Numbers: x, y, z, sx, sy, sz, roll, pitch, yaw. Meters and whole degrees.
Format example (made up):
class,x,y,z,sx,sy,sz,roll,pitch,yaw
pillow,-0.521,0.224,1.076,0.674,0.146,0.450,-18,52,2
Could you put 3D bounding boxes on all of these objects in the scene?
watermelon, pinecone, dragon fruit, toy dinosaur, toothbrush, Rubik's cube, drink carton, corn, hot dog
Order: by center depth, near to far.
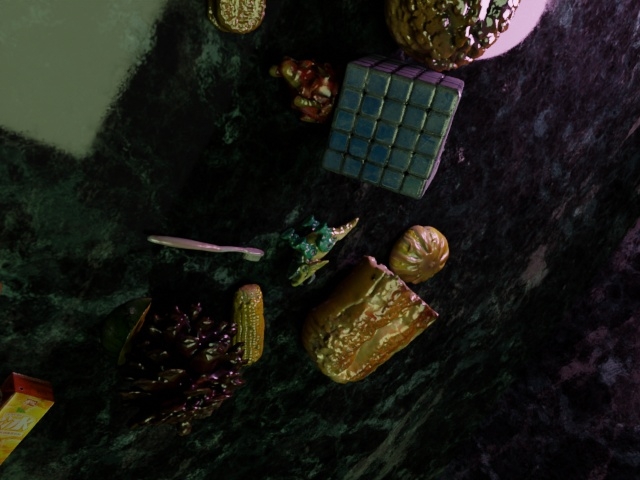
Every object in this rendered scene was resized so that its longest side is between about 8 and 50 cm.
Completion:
class,x,y,z,sx,sy,sz,roll,pitch,yaw
dragon fruit,-0.017,-0.321,1.092,0.207,0.150,0.133,17,80,-36
Rubik's cube,0.163,-0.256,1.131,0.238,0.237,0.237,-52,160,-61
drink carton,-0.694,0.401,1.134,0.223,0.071,0.096,-49,136,2
pinecone,-0.314,0.283,1.183,0.298,0.296,0.242,-15,141,22
watermelon,-0.444,0.219,1.188,0.092,0.075,0.182,17,107,-47
toothbrush,-0.261,0.019,1.219,0.307,0.025,0.030,11,121,-42
toy dinosaur,0.000,0.000,1.362,0.259,0.094,0.153,-43,137,-15
corn,-0.193,0.228,1.369,0.097,0.097,0.262,-13,126,-30
hot dog,0.130,0.260,1.577,0.365,0.196,0.367,-47,129,2

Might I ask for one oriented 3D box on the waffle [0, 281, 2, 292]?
class,x,y,z,sx,sy,sz,roll,pitch,yaw
waffle,-0.773,0.105,0.859,0.304,0.077,0.348,-44,136,-4

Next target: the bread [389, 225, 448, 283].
class,x,y,z,sx,sy,sz,roll,pitch,yaw
bread,0.310,0.052,1.620,0.213,0.105,0.213,-21,134,-23

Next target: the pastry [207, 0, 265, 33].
class,x,y,z,sx,sy,sz,roll,pitch,yaw
pastry,-0.154,-0.430,0.953,0.109,0.057,0.097,-35,133,-13

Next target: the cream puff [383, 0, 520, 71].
class,x,y,z,sx,sy,sz,roll,pitch,yaw
cream puff,0.302,-0.530,1.104,0.342,0.231,0.327,-11,123,-31
